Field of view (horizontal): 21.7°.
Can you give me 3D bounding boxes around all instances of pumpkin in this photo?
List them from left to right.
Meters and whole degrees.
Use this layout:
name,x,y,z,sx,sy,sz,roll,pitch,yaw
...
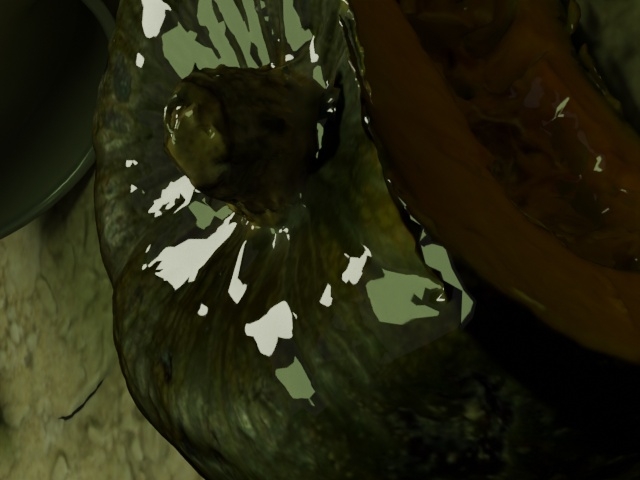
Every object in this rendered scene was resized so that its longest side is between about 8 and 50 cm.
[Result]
name,x,y,z,sx,sy,sz,roll,pitch,yaw
pumpkin,0.000,0.000,0.676,0.232,0.242,0.325,-48,49,28

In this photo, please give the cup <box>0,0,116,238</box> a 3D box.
name,x,y,z,sx,sy,sz,roll,pitch,yaw
cup,-0.325,-0.157,1.030,0.327,0.322,0.237,55,164,34
